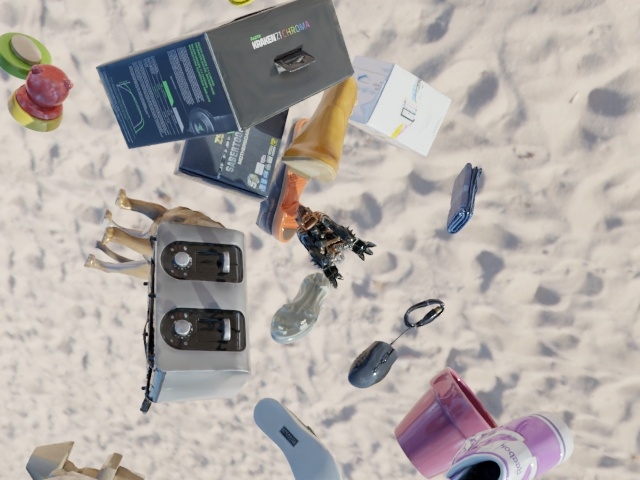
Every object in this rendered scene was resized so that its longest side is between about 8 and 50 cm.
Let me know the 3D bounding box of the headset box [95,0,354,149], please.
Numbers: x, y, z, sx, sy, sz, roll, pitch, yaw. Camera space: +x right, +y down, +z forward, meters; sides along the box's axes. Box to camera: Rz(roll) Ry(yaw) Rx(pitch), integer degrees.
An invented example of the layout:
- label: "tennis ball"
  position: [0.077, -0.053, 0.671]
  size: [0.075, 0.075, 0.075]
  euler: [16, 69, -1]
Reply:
- label: "headset box"
  position: [-0.127, -0.243, 1.051]
  size: [0.283, 0.246, 0.131]
  euler: [-1, 115, 43]

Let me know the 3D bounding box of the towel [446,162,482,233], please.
- label: "towel"
  position: [0.240, -0.069, 1.239]
  size: [0.029, 0.120, 0.067]
  euler: [22, 142, -7]

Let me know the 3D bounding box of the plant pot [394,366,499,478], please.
- label: "plant pot"
  position: [0.265, 0.402, 1.580]
  size: [0.180, 0.201, 0.201]
  euler: [-40, 111, 8]

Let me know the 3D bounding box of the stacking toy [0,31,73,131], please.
- label: "stacking toy"
  position: [-0.695, -0.406, 1.612]
  size: [0.308, 0.280, 0.130]
  euler: [14, 138, -35]

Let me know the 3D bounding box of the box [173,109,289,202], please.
- label: "box"
  position: [-0.168, -0.211, 1.446]
  size: [0.183, 0.233, 0.059]
  euler: [18, 166, -20]

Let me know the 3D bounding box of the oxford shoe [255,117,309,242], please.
- label: "oxford shoe"
  position: [-0.112, -0.181, 2.119]
  size: [0.132, 0.130, 0.364]
  euler: [24, 108, 28]

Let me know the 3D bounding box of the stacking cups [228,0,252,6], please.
- label: "stacking cups"
  position: [-0.211, -0.542, 1.271]
  size: [0.096, 0.096, 0.316]
  euler: [5, 159, 34]

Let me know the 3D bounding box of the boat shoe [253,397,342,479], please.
- label: "boat shoe"
  position: [-0.032, 0.369, 1.322]
  size: [0.219, 0.077, 0.070]
  euler: [48, -178, 23]

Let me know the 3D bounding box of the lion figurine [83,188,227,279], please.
- label: "lion figurine"
  position: [-0.307, 0.015, 1.434]
  size: [0.240, 0.142, 0.392]
  euler: [21, 167, -21]

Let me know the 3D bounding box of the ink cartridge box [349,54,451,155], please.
- label: "ink cartridge box"
  position: [0.182, -0.350, 1.927]
  size: [0.232, 0.168, 0.171]
  euler: [21, -175, -39]

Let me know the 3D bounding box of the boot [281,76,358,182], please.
- label: "boot"
  position: [0.011, -0.223, 1.415]
  size: [0.104, 0.211, 0.295]
  euler: [25, -179, -8]

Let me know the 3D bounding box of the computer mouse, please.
- label: "computer mouse"
  position: [0.148, 0.201, 1.429]
  size: [0.071, 0.242, 0.041]
  euler: [42, -172, -17]

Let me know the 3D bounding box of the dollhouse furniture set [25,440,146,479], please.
- label: "dollhouse furniture set"
  position: [-0.256, 0.275, 0.449]
  size: [0.173, 0.303, 0.355]
  euler: [24, 175, -6]

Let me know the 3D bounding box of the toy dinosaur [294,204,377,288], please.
- label: "toy dinosaur"
  position: [0.000, 0.000, 1.926]
  size: [0.218, 0.164, 0.321]
  euler: [46, -162, 31]

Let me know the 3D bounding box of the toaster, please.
- label: "toaster"
  position: [-0.144, 0.092, 0.836]
  size: [0.110, 0.168, 0.186]
  euler: [3, 154, -15]

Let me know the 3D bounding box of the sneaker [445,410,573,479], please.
- label: "sneaker"
  position: [0.212, 0.331, 1.035]
  size: [0.102, 0.161, 0.282]
  euler: [56, 148, 24]

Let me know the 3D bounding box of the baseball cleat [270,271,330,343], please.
- label: "baseball cleat"
  position: [-0.033, 0.142, 1.304]
  size: [0.072, 0.206, 0.110]
  euler: [20, 123, 15]
